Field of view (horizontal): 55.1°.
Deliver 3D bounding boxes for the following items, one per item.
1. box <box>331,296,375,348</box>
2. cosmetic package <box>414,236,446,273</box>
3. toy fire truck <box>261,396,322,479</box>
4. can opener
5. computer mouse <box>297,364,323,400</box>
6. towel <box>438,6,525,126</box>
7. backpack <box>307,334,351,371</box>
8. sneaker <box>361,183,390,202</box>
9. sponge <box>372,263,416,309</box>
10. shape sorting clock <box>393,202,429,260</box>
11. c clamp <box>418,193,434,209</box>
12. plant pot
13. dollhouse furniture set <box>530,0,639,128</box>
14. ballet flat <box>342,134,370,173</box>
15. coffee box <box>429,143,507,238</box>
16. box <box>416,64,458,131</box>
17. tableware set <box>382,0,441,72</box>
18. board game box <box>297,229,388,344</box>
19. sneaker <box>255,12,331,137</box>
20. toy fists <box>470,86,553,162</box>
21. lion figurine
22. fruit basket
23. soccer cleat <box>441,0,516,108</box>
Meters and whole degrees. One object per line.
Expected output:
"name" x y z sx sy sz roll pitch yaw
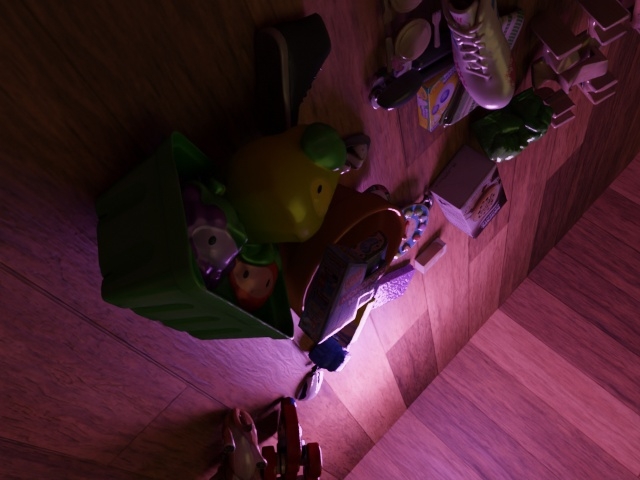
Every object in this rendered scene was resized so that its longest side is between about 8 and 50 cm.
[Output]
"box" 0.076 0.203 1.707 0.042 0.109 0.178 -20 140 -47
"cosmetic package" 0.363 0.050 2.022 0.115 0.041 0.060 -44 152 -13
"toy fire truck" -0.099 0.621 1.854 0.169 0.254 0.302 -2 136 -9
"can opener" 0.220 -0.346 1.257 0.283 0.095 0.076 -33 147 -17
"computer mouse" -0.014 0.449 1.949 0.106 0.042 0.193 -14 136 -50
"towel" 0.381 -0.407 1.416 0.325 0.038 0.248 -38 154 -51
"backpack" 0.042 0.325 1.822 0.120 0.101 0.098 -56 159 3
"sneaker" 0.095 0.000 1.491 0.299 0.120 0.112 -60 -177 34
"sponge" 0.215 0.150 1.936 0.210 0.031 0.117 -17 138 -47
"shape sorting clock" 0.225 -0.017 1.703 0.206 0.040 0.206 -24 140 -22
"c clamp" 0.271 -0.075 1.751 0.160 0.022 0.137 -44 152 -12
"plant pot" 0.000 0.000 1.244 0.291 0.203 0.291 -36 149 -26
"dollhouse furniture set" 0.747 -0.585 1.703 0.394 0.257 0.362 -31 153 8
"ballet flat" 0.049 -0.166 1.259 0.213 0.068 0.072 -21 141 -44
"coffee box" 0.449 -0.137 1.834 0.168 0.119 0.297 -52 152 1
"box" 0.268 -0.343 1.396 0.105 0.043 0.179 -45 151 -11
"tableware set" 0.161 -0.425 1.144 0.128 0.039 0.194 -30 142 -12
"board game box" 0.055 0.069 1.127 0.194 0.060 0.194 -31 148 -32
"sneaker" -0.038 -0.253 1.006 0.118 0.083 0.222 -33 147 -32
"toy fists" 0.543 -0.318 1.701 0.279 0.142 0.096 -34 -173 -30
"lion figurine" -0.218 0.579 1.678 0.142 0.240 0.392 3 116 -15
"fruit basket" -0.109 -0.016 0.957 0.392 0.283 0.392 -11 156 -5
"soccer cleat" 0.287 -0.394 1.165 0.143 0.116 0.331 -50 127 -50
